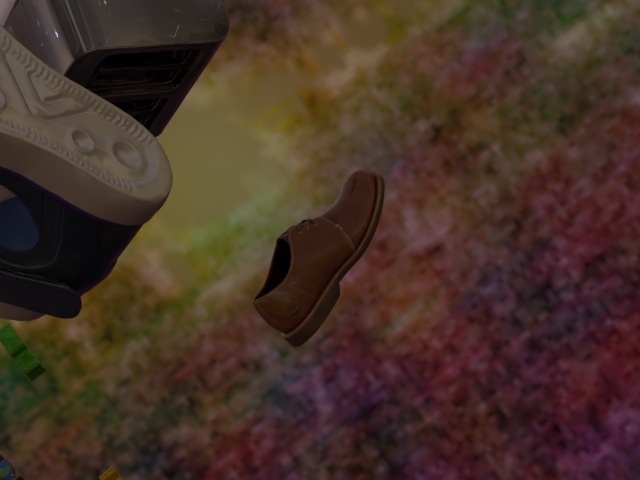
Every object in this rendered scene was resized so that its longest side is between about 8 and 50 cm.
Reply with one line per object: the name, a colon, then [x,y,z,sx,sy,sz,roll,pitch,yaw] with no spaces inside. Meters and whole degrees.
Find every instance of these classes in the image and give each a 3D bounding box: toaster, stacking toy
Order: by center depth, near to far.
toaster: [-0.187,-0.170,1.491,0.186,0.110,0.168,-8,-26,-33]
stacking toy: [-0.284,0.210,1.555,0.167,0.221,0.052,-37,-15,-8]

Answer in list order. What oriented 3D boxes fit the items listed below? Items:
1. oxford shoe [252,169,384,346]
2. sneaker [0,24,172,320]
oxford shoe: [0.000,0.000,1.713,0.076,0.076,0.212,-29,27,54]
sneaker: [-0.295,-0.052,1.281,0.236,0.323,0.130,-40,29,35]
